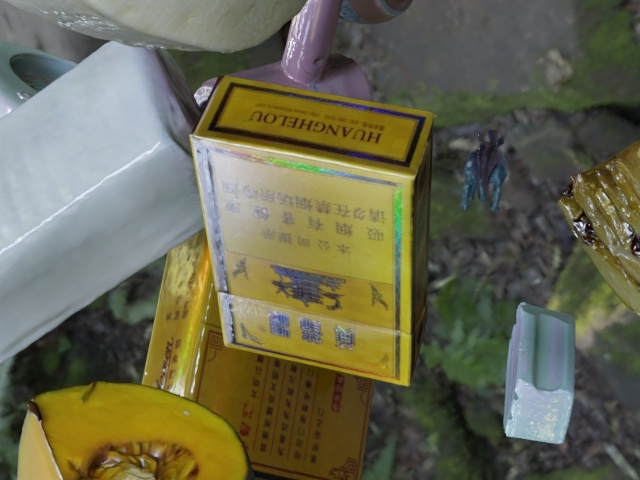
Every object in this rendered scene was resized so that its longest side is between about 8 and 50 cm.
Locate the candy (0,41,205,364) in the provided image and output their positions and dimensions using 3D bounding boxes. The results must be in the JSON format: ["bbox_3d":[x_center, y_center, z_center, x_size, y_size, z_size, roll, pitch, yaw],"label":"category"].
[{"bbox_3d":[-0.283,-0.047,1.388,0.145,0.358,0.208,50,-170,-51],"label":"candy"}]

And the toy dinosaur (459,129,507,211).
[{"bbox_3d":[0.168,-0.071,1.319,0.045,0.197,0.080,7,110,9],"label":"toy dinosaur"}]

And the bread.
[{"bbox_3d":[0.453,-0.029,1.440,0.324,0.277,0.167,53,166,37],"label":"bread"}]

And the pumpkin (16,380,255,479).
[{"bbox_3d":[-0.158,0.210,0.884,0.190,0.280,0.139,19,111,16],"label":"pumpkin"}]

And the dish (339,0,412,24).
[{"bbox_3d":[0.087,-0.363,1.650,0.090,0.213,0.213,32,141,26],"label":"dish"}]

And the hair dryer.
[{"bbox_3d":[-0.030,-0.252,1.573,0.125,0.210,0.353,43,135,33],"label":"hair dryer"}]

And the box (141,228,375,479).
[{"bbox_3d":[-0.072,0.188,1.469,0.115,0.264,0.416,-8,68,50],"label":"box"}]

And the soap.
[{"bbox_3d":[0.327,0.189,1.911,0.091,0.230,0.145,10,128,5],"label":"soap"}]

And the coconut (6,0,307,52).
[{"bbox_3d":[-0.108,-0.286,0.793,0.352,0.352,0.353,40,145,36],"label":"coconut"}]

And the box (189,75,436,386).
[{"bbox_3d":[0.000,0.000,1.167,0.192,0.084,0.301,12,142,12],"label":"box"}]

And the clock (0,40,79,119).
[{"bbox_3d":[-0.391,-0.188,1.946,0.265,0.324,0.109,44,115,43],"label":"clock"}]
